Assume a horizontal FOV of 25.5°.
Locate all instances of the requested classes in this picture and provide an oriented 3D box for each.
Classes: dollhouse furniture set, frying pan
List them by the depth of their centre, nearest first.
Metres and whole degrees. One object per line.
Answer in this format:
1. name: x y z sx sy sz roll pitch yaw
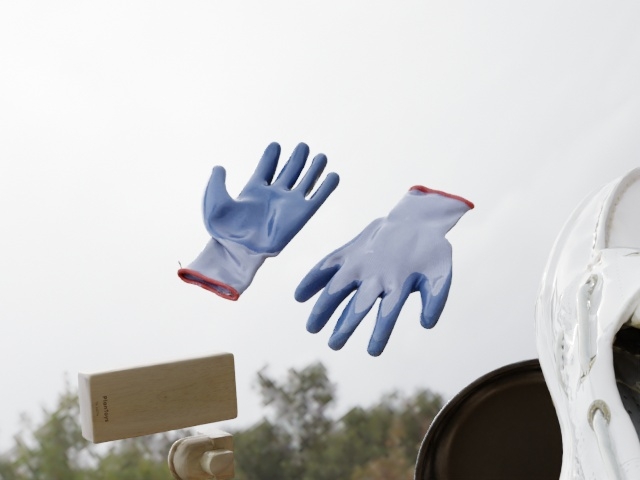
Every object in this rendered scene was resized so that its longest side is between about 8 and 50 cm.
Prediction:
1. dollhouse furniture set: -0.150 0.163 1.073 0.144 0.151 0.123 -7 6 -29
2. frying pan: 0.221 0.144 1.083 0.326 0.197 0.053 -34 14 4

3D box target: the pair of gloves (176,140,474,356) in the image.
1. pair of gloves: 0.000 0.000 0.939 0.159 0.198 0.023 -54 -26 -41

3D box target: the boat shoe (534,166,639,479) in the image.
1. boat shoe: 0.137 0.048 0.516 0.277 0.098 0.096 -77 5 -51
